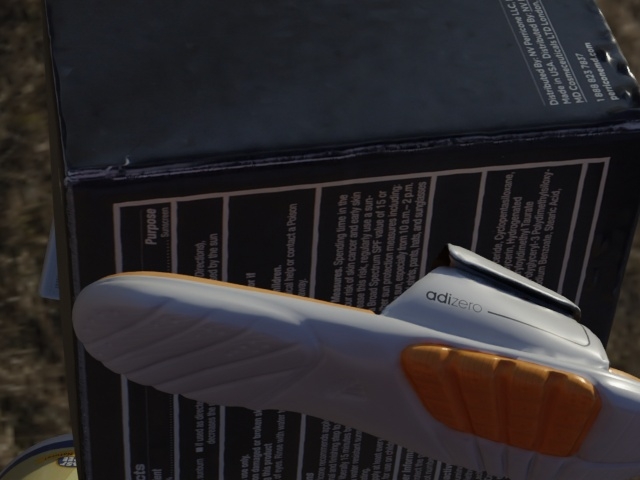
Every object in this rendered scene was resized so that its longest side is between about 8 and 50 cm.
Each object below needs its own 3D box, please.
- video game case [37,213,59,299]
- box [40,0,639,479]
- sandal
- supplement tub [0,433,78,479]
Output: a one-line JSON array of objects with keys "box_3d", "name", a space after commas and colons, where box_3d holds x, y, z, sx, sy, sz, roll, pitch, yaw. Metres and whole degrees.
[{"box_3d": [-0.235, -0.013, 2.109, 0.173, 0.022, 0.190, 11, 94, -23], "name": "video game case"}, {"box_3d": [0.000, 0.000, 0.991, 0.294, 0.296, 0.183, -6, 45, -11], "name": "box"}, {"box_3d": [0.034, 0.034, 0.731, 0.265, 0.102, 0.076, 15, 60, -11], "name": "sandal"}, {"box_3d": [-0.216, 0.329, 1.519, 0.228, 0.228, 0.316, 61, 14, -17], "name": "supplement tub"}]
